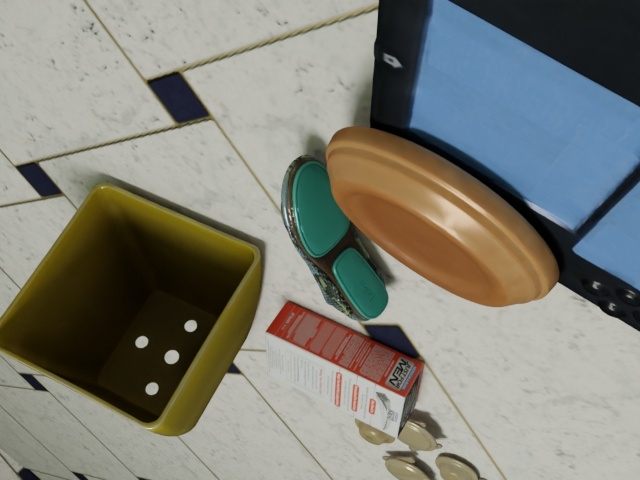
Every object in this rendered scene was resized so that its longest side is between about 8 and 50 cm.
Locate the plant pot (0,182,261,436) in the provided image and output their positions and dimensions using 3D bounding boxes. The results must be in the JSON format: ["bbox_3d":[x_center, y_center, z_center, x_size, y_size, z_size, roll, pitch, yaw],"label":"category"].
[{"bbox_3d":[-0.188,0.099,0.946,0.212,0.212,0.187,22,157,18],"label":"plant pot"}]

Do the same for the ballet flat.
[{"bbox_3d":[0.000,0.000,0.776,0.070,0.070,0.188,4,133,38],"label":"ballet flat"}]

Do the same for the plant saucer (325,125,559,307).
[{"bbox_3d":[0.082,-0.009,0.641,0.200,0.037,0.200,33,168,8],"label":"plant saucer"}]

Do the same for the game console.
[{"bbox_3d":[0.177,-0.035,0.469,0.342,0.060,0.386,28,166,9],"label":"game console"}]

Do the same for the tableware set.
[{"bbox_3d":[0.112,0.257,1.036,0.141,0.020,0.168,-10,128,49],"label":"tableware set"}]

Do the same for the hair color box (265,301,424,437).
[{"bbox_3d":[0.024,0.142,0.937,0.167,0.053,0.093,24,144,17],"label":"hair color box"}]
